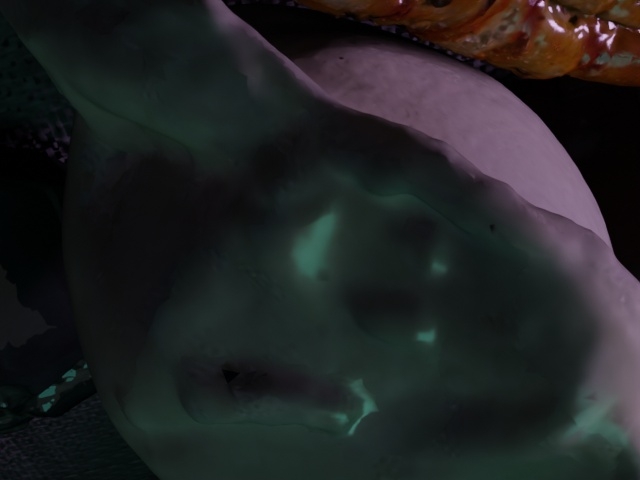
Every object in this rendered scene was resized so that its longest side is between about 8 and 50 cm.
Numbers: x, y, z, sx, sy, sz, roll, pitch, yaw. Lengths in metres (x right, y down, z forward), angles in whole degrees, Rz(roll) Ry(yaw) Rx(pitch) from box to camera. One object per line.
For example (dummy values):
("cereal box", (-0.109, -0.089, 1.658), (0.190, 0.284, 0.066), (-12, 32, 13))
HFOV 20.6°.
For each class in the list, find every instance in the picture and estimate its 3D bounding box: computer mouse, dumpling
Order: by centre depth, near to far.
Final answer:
("dumpling", (0.000, 0.000, 0.400), (0.124, 0.229, 0.151), (-45, 146, -15))
("computer mouse", (-0.109, 0.030, 0.561), (0.105, 0.062, 0.192), (-10, 156, -6))

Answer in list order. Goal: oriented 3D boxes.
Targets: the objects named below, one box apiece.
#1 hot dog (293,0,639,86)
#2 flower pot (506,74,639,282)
("hot dog", (0.041, -0.086, 0.354), (0.252, 0.069, 0.131), (10, 156, -40))
("flower pot", (0.072, 0.041, 0.499), (0.179, 0.251, 0.084), (-20, 133, 16))
